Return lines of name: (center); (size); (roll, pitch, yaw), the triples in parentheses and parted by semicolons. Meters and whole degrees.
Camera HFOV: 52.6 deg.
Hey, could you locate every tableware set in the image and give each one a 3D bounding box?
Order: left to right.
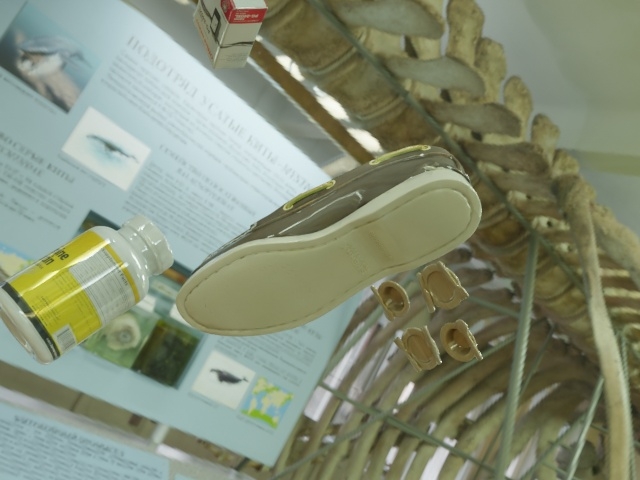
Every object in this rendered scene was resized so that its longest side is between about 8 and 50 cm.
tableware set: (0.143, 0.107, 0.868); (0.168, 0.020, 0.141); (-26, -90, 52)

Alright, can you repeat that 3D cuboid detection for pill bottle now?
pill bottle: (-0.263, 0.048, 0.734); (0.103, 0.184, 0.103); (33, -36, 28)

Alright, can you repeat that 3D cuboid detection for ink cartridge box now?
ink cartridge box: (-0.152, -0.373, 1.070); (0.109, 0.063, 0.150); (67, -30, 16)

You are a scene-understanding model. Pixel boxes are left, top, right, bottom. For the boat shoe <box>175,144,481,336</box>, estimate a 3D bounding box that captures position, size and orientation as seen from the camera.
boat shoe: (0.000, 0.000, 0.671); (0.117, 0.324, 0.097); (56, 16, -33)
